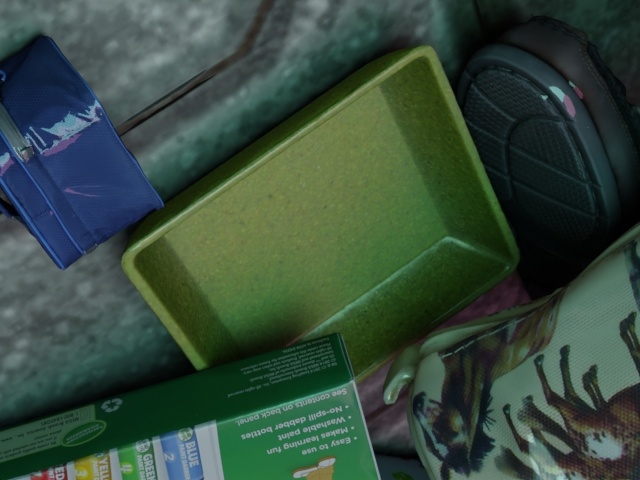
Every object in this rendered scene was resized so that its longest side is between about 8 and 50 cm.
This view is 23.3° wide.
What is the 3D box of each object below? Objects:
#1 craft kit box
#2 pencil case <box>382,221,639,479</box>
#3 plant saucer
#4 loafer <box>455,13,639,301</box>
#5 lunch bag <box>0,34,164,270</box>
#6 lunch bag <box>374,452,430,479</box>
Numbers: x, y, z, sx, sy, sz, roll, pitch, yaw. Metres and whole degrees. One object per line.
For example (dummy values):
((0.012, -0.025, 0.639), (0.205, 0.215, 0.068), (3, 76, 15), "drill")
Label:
((-0.077, 0.195, 0.843), (0.250, 0.061, 0.246), (-16, 121, -1), "craft kit box")
((0.219, 0.024, 0.735), (0.410, 0.183, 0.160), (-38, 177, 30), "pencil case")
((0.000, 0.000, 0.831), (0.188, 0.045, 0.188), (-35, 136, -5), "plant saucer")
((0.155, -0.035, 0.883), (0.095, 0.109, 0.302), (-47, 145, -15), "loafer")
((-0.124, -0.038, 0.698), (0.065, 0.067, 0.098), (-35, 135, -6), "lunch bag")
((0.012, 0.220, 0.984), (0.219, 0.090, 0.176), (11, 116, -40), "lunch bag")
